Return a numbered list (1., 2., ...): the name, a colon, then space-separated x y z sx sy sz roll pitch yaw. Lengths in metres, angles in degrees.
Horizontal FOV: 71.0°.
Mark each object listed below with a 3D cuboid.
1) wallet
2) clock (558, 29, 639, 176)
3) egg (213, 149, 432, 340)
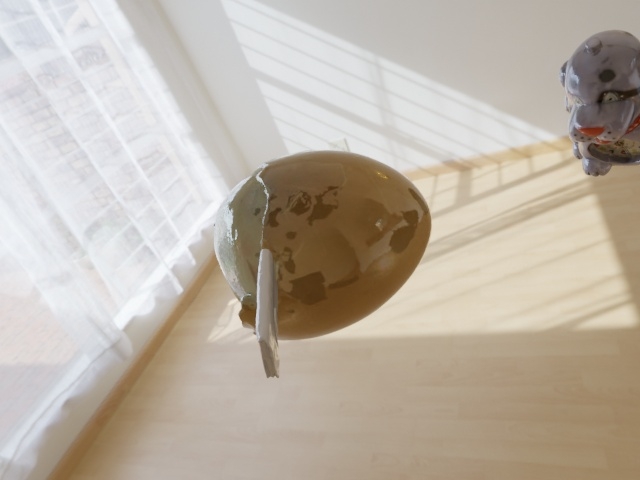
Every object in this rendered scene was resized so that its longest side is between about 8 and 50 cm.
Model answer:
1. wallet: -0.036 0.048 0.304 0.011 0.044 0.083 -7 41 -1
2. clock: 0.462 -0.219 0.699 0.188 0.253 0.189 -20 60 40
3. egg: 0.000 0.000 0.493 0.244 0.201 0.201 -15 31 1
